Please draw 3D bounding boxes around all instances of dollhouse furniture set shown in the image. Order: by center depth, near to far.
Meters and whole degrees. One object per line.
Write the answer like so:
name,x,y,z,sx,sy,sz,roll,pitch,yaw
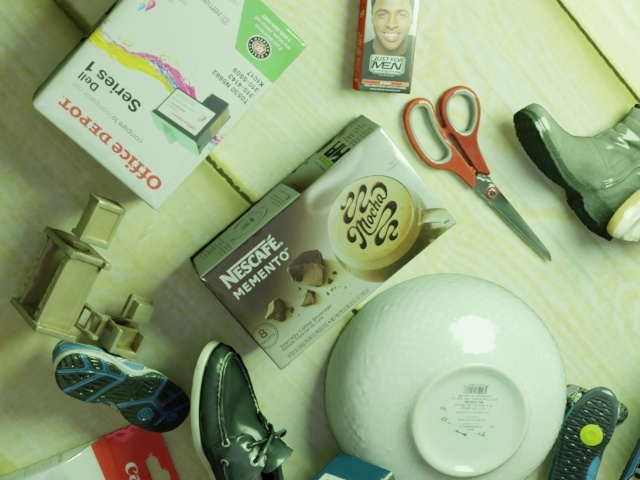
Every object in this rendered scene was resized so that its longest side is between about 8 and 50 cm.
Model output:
dollhouse furniture set,-0.277,0.036,1.554,0.161,0.101,0.182,23,98,-40

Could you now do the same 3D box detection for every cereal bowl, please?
cereal bowl,0.181,0.220,1.644,0.339,0.141,0.339,-2,104,-10

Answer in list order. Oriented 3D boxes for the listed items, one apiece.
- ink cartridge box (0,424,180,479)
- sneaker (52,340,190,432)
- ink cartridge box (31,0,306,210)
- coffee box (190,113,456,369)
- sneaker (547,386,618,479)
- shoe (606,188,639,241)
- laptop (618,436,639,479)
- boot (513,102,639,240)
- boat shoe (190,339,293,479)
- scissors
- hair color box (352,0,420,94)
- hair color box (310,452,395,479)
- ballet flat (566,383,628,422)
ink cartridge box,-0.296,0.361,1.627,0.224,0.056,0.181,-20,106,-4
sneaker,-0.258,0.183,1.584,0.211,0.081,0.080,35,93,-34
ink cartridge box,-0.187,-0.206,1.484,0.201,0.117,0.278,42,93,-17
coffee box,0.000,0.000,1.567,0.297,0.119,0.168,-39,108,-1
sneaker,0.370,0.295,1.728,0.069,0.082,0.209,17,108,12
shoe,0.474,-0.041,1.635,0.219,0.058,0.076,-18,138,-33
laptop,0.549,0.269,1.728,0.264,0.136,0.234,22,98,-15
boot,0.377,-0.131,1.639,0.161,0.083,0.246,-44,116,-3
boat shoe,-0.088,0.292,1.594,0.113,0.127,0.340,3,107,25
scissors,0.212,-0.073,1.647,0.109,0.021,0.297,-30,108,-6
hair color box,0.085,-0.262,1.564,0.072,0.043,0.141,2,102,-11
hair color box,0.054,0.479,1.628,0.174,0.105,0.347,-38,123,-34
ballet flat,0.397,0.240,1.742,0.114,0.041,0.041,22,98,-15
